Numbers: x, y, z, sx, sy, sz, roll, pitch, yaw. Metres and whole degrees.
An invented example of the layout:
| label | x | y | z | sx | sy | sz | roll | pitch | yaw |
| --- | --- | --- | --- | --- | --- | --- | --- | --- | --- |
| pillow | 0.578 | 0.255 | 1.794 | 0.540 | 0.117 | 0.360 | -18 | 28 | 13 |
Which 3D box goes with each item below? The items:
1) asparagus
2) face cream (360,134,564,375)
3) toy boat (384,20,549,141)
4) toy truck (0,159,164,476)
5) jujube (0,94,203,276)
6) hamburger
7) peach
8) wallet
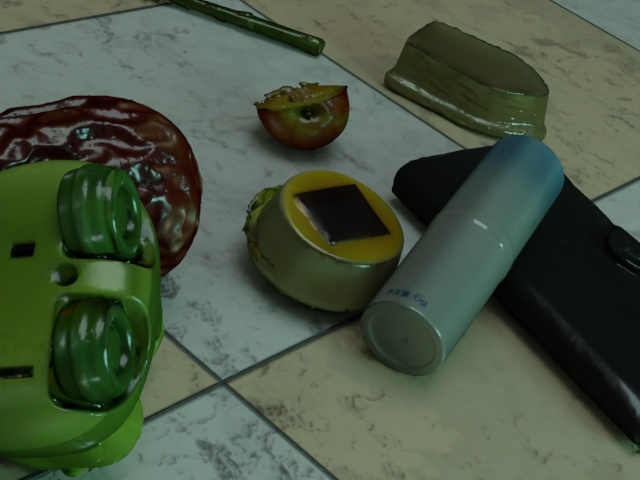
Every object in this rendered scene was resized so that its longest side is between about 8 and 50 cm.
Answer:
| label | x | y | z | sx | sy | sz | roll | pitch | yaw |
| --- | --- | --- | --- | --- | --- | --- | --- | --- | --- |
| asparagus | -0.114 | -0.257 | 1.443 | 0.248 | 0.025 | 0.024 | 19 | 75 | -1 |
| face cream | 0.124 | 0.006 | 1.069 | 0.077 | 0.077 | 0.250 | 28 | 48 | 15 |
| toy boat | 0.176 | -0.176 | 1.432 | 0.188 | 0.061 | 0.116 | 28 | 33 | 14 |
| toy truck | -0.166 | 0.065 | 0.813 | 0.148 | 0.210 | 0.187 | -6 | 44 | 11 |
| jujube | -0.205 | -0.030 | 0.950 | 0.230 | 0.155 | 0.155 | -9 | 41 | -24 |
| hamburger | 0.000 | 0.000 | 1.065 | 0.141 | 0.081 | 0.126 | 43 | 40 | 13 |
| peach | -0.016 | -0.120 | 1.254 | 0.098 | 0.061 | 0.098 | -10 | 16 | 3 |
| wallet | 0.238 | 0.038 | 1.156 | 0.197 | 0.051 | 0.377 | -9 | 43 | -33 |
